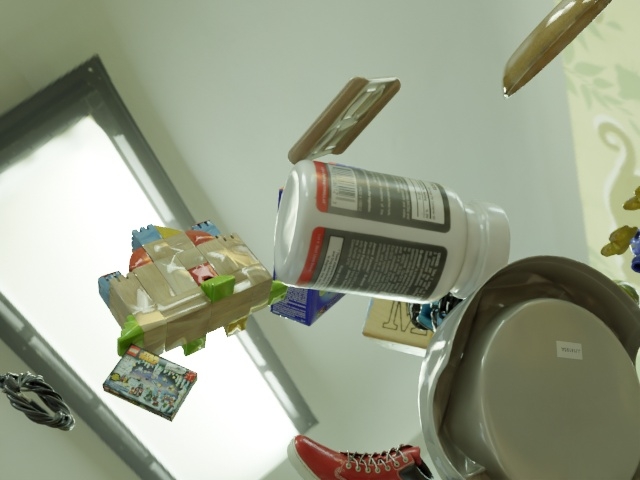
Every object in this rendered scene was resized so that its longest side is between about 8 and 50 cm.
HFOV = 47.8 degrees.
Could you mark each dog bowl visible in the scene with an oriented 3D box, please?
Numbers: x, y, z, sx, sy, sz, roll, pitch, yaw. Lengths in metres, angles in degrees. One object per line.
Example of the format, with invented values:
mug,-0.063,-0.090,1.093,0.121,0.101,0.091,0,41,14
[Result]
dog bowl,0.273,0.198,0.876,0.348,0.102,0.349,8,-109,-23

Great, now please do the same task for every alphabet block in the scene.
alphabet block,0.255,0.208,1.999,0.192,0.197,0.194,35,-112,-59

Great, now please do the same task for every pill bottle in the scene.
pill bottle,0.117,-0.005,1.218,0.362,0.210,0.210,9,-69,-13

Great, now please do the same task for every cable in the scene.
cable,-0.530,0.308,1.384,0.047,0.150,0.184,-53,-21,-11

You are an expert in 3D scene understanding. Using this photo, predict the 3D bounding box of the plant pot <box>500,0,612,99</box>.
plant pot,0.306,-0.271,0.894,0.236,0.032,0.236,-42,-5,-5

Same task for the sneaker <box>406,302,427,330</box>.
sneaker,0.246,0.107,1.769,0.078,0.106,0.234,5,-103,-4

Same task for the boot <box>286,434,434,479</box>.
boot,0.076,0.387,1.279,0.244,0.088,0.176,38,-67,-16

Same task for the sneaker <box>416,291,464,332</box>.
sneaker,0.284,0.151,1.403,0.341,0.139,0.125,117,177,-72

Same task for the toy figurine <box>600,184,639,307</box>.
toy figurine,0.546,-0.002,1.088,0.217,0.191,0.363,-48,-25,-33

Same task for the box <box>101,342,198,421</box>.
box,-0.295,0.246,1.259,0.027,0.137,0.094,100,-166,-49

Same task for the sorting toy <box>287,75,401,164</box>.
sorting toy,0.041,-0.217,1.266,0.193,0.038,0.208,-47,-11,24

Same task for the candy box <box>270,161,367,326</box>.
candy box,0.000,0.000,1.721,0.268,0.122,0.317,-34,-45,-57

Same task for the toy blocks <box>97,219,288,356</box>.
toy blocks,-0.291,0.070,1.469,0.381,0.261,0.191,-23,-35,-32
